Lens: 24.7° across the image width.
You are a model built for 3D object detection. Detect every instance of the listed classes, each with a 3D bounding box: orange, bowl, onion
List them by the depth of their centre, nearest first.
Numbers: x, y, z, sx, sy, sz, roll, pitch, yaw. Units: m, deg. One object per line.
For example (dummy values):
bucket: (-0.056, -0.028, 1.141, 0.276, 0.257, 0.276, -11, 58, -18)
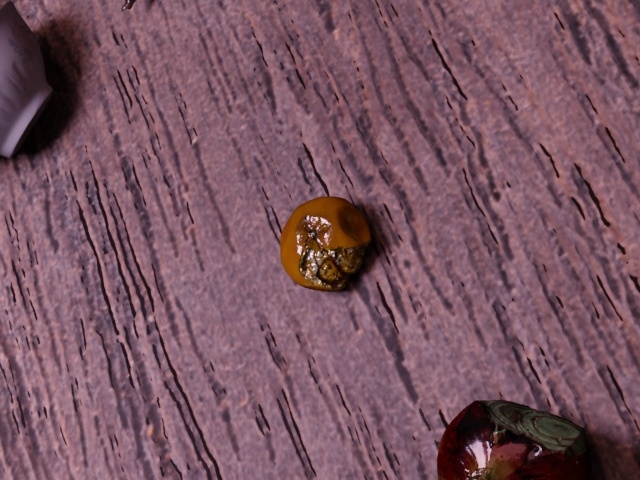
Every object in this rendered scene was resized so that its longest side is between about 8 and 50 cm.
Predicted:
onion: (0.144, 0.179, 1.111, 0.117, 0.118, 0.119, 30, 87, 37)
orange: (0.000, 0.000, 1.279, 0.086, 0.062, 0.086, -12, 64, 25)
bowl: (-0.325, -0.138, 1.471, 0.086, 0.189, 0.189, 33, 89, -8)

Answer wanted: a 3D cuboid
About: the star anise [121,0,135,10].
star anise: (-0.190, -0.308, 1.496, 0.124, 0.056, 0.129, -42, 58, 9)
